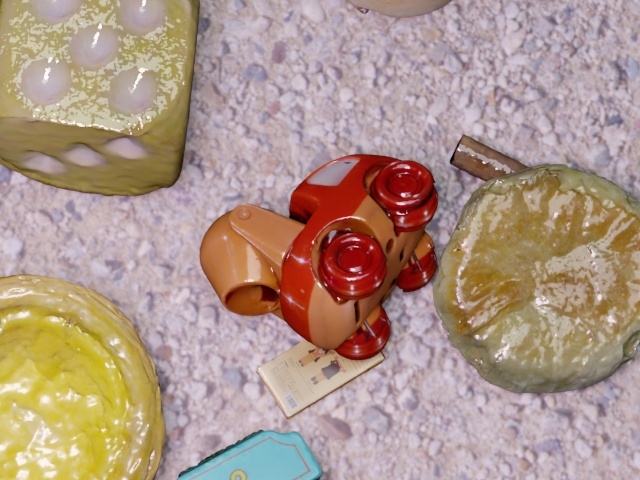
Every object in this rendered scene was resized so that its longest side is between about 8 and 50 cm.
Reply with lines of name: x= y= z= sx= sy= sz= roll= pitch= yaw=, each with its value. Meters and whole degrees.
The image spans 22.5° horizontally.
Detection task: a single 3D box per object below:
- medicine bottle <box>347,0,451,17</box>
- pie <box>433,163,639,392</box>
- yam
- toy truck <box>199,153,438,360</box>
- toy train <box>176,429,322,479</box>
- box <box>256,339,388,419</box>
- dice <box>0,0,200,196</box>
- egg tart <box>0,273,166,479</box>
medicine bottle: x=0.124 y=-0.459 z=1.953 sx=0.235 sy=0.406 sz=0.236 roll=2 pitch=73 yaw=-8
pie: x=0.282 y=0.047 z=1.980 sx=0.306 sy=0.071 sz=0.306 roll=1 pitch=85 yaw=-9
yam: x=0.315 y=-0.040 z=2.045 sx=0.327 sy=0.045 sz=0.045 roll=28 pitch=37 yaw=0
toy truck: x=0.000 y=0.000 z=1.921 sx=0.239 sy=0.189 sz=0.265 roll=26 pitch=59 yaw=21
toy train: x=-0.078 y=0.314 z=1.850 sx=0.203 sy=0.112 sz=0.163 roll=-27 pitch=73 yaw=-17
box: x=0.002 y=0.150 z=1.957 sx=0.149 sy=0.020 sz=0.073 roll=-29 pitch=78 yaw=-15
dice: x=-0.268 y=-0.196 z=1.909 sx=0.233 sy=0.238 sz=0.227 roll=7 pitch=73 yaw=-6
egg tart: x=-0.344 y=0.204 z=1.807 sx=0.345 sy=0.132 sz=0.345 roll=-2 pitch=95 yaw=-17
